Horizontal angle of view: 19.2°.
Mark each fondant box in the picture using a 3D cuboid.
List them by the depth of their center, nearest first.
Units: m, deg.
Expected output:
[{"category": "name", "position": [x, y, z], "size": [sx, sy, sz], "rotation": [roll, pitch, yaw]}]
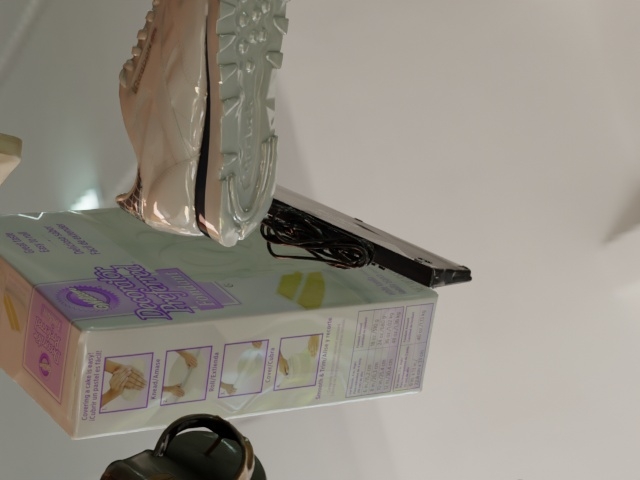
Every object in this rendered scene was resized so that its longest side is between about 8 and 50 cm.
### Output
[{"category": "fondant box", "position": [-0.105, 0.053, 1.555], "size": [0.238, 0.330, 0.096], "rotation": [34, -58, 50]}]

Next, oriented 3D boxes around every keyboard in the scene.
[{"category": "keyboard", "position": [0.000, 0.000, 1.266], "size": [0.192, 0.100, 0.038], "rotation": [23, -81, 28]}]

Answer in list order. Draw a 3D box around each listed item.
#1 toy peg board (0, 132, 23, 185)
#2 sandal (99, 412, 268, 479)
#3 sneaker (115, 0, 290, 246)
[{"category": "toy peg board", "position": [-0.285, -0.016, 1.154], "size": [0.160, 0.161, 0.079], "rotation": [-36, -133, 57]}, {"category": "sandal", "position": [-0.086, 0.149, 1.293], "size": [0.090, 0.219, 0.060], "rotation": [25, -85, 17]}, {"category": "sneaker", "position": [-0.078, -0.115, 1.155], "size": [0.095, 0.090, 0.235], "rotation": [15, -74, 28]}]
